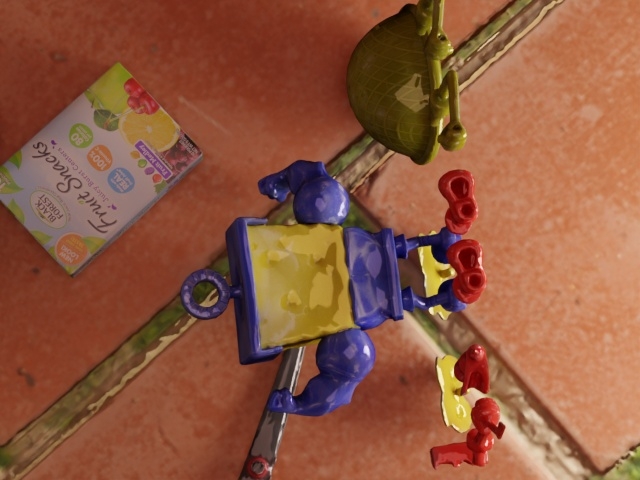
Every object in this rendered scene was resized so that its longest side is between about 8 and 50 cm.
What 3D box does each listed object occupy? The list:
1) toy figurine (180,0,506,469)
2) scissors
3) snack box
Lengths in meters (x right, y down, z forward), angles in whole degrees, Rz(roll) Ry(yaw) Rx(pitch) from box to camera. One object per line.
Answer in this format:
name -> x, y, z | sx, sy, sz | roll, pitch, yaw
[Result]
toy figurine -> 0.000, 0.000, 1.341 | 0.217, 0.191, 0.362 | -7, 83, -4
scissors -> -0.046, 0.198, 1.400 | 0.109, 0.021, 0.297 | 32, 80, 7
snack box -> -0.175, -0.055, 1.404 | 0.141, 0.037, 0.100 | -43, 88, -7
